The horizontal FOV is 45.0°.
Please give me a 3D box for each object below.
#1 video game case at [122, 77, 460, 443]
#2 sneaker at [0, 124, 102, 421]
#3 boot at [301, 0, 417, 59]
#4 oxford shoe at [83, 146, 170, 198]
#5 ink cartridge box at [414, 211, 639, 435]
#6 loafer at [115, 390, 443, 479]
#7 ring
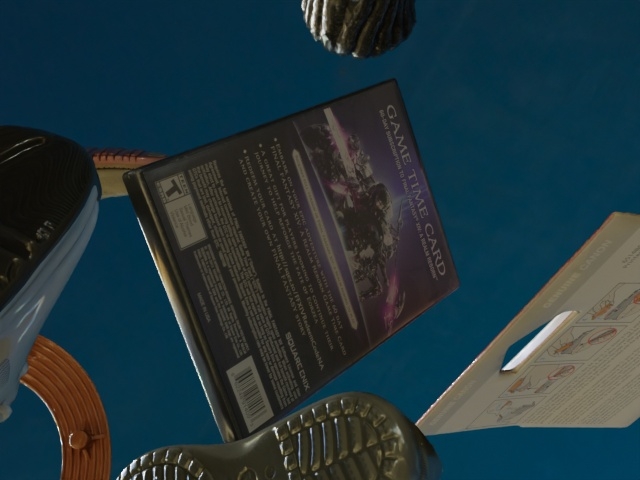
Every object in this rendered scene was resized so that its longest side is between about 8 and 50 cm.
[{"bbox_3d":[0.000,0.000,0.591,0.026,0.274,0.196,-9,-76,45],"label":"video game case"},{"bbox_3d":[-0.286,0.142,0.519,0.169,0.447,0.257,22,-29,22],"label":"sneaker"},{"bbox_3d":[0.081,-0.359,0.684,0.131,0.348,0.260,24,-25,10],"label":"boot"},{"bbox_3d":[-0.400,-0.049,1.098,0.397,0.140,0.146,-9,-80,1],"label":"oxford shoe"},{"bbox_3d":[0.235,0.061,0.628,0.261,0.066,0.296,5,-41,-24],"label":"ink cartridge box"},{"bbox_3d":[-0.034,0.162,0.458,0.251,0.087,0.094,-24,-123,32],"label":"loafer"},{"bbox_3d":[-0.403,0.262,0.889,0.337,0.032,0.336,-2,-107,8],"label":"ring"}]
